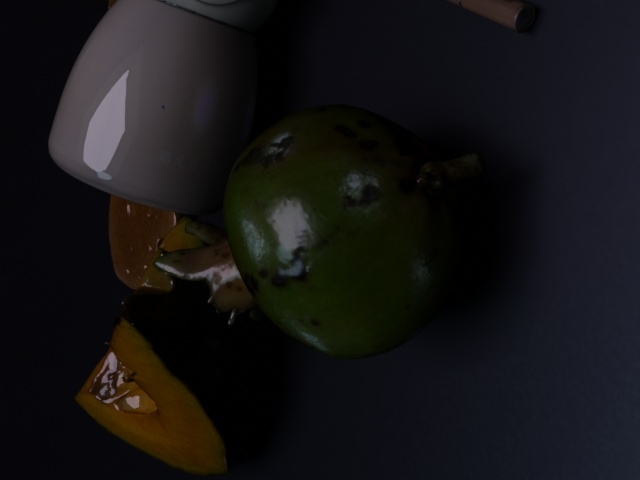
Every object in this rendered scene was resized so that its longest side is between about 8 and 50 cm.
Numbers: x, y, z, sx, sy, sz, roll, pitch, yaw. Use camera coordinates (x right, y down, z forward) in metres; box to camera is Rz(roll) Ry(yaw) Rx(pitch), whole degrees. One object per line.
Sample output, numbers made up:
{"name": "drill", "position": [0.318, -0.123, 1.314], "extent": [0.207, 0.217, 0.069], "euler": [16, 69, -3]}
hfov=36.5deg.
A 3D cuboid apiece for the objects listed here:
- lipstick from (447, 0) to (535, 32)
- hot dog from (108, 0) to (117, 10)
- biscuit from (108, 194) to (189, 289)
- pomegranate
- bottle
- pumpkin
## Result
{"name": "lipstick", "position": [0.094, -0.152, 0.604], "extent": [0.094, 0.019, 0.019], "euler": [38, 117, 41]}
{"name": "hot dog", "position": [-0.140, -0.247, 0.826], "extent": [0.061, 0.087, 0.286], "euler": [-144, 55, -73]}
{"name": "biscuit", "position": [-0.155, -0.024, 0.879], "extent": [0.118, 0.023, 0.140], "euler": [13, 99, 47]}
{"name": "pomegranate", "position": [-0.001, -0.004, 0.621], "extent": [0.220, 0.156, 0.156], "euler": [-7, 84, 58]}
{"name": "bottle", "position": [-0.106, -0.150, 0.743], "extent": [0.147, 0.147, 0.237], "euler": [31, 105, 44]}
{"name": "pumpkin", "position": [-0.097, 0.089, 0.775], "extent": [0.149, 0.130, 0.254], "euler": [37, 147, -1]}
